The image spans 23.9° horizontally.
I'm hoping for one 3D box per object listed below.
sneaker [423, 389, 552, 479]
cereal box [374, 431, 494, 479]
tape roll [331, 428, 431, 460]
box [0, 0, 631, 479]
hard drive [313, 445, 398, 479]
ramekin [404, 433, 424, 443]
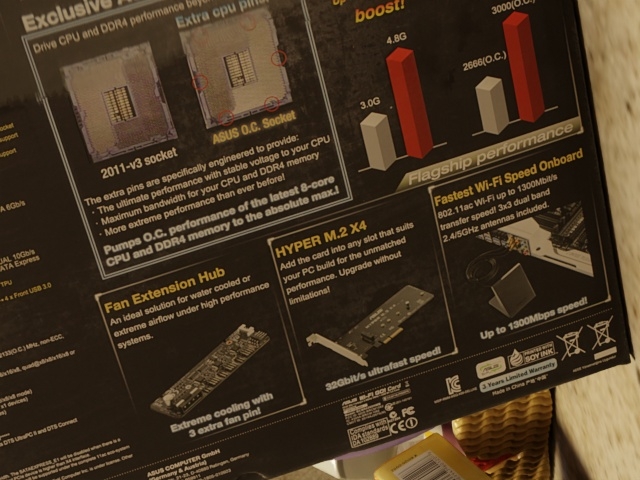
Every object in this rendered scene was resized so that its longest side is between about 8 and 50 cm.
[{"bbox_3d":[0.084,0.090,0.821,0.185,0.069,0.084,93,163,-55],"label":"sneaker"},{"bbox_3d":[0.109,0.233,0.761,0.173,0.047,0.240,37,149,47],"label":"cereal box"},{"bbox_3d":[0.000,0.000,0.677,0.080,0.189,0.189,-110,5,-61],"label":"tape roll"},{"bbox_3d":[-0.061,-0.025,0.525,0.076,0.307,0.242,-120,13,-63],"label":"box"},{"bbox_3d":[-0.040,0.006,0.897,0.307,0.040,0.203,13,94,59],"label":"hard drive"},{"bbox_3d":[0.013,0.022,1.076,0.277,0.135,0.277,164,90,-88],"label":"ramekin"}]
